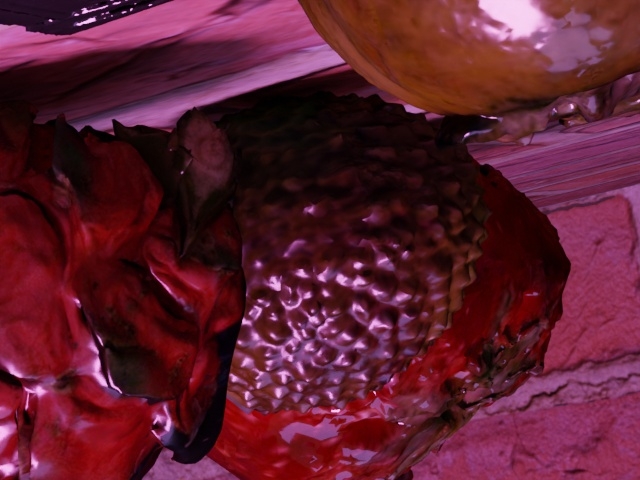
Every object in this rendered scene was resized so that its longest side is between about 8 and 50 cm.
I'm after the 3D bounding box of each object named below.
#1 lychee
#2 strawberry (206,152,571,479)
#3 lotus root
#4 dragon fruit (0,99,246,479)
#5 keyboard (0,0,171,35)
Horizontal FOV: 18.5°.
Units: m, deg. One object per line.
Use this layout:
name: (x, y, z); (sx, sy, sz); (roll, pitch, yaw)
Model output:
lychee: (0.000, 0.000, 0.942); (0.171, 0.171, 0.171); (-13, 177, -1)
strawberry: (0.013, 0.039, 1.273); (0.274, 0.220, 0.274); (-36, 155, -20)
lotus root: (0.086, -0.073, 0.623); (0.183, 0.078, 0.203); (-12, 179, 1)
dragon fruit: (-0.122, 0.030, 0.763); (0.182, 0.182, 0.188); (-11, 178, -31)
keyboard: (-0.087, -0.071, 0.499); (0.061, 0.013, 0.204); (-14, 176, 19)
